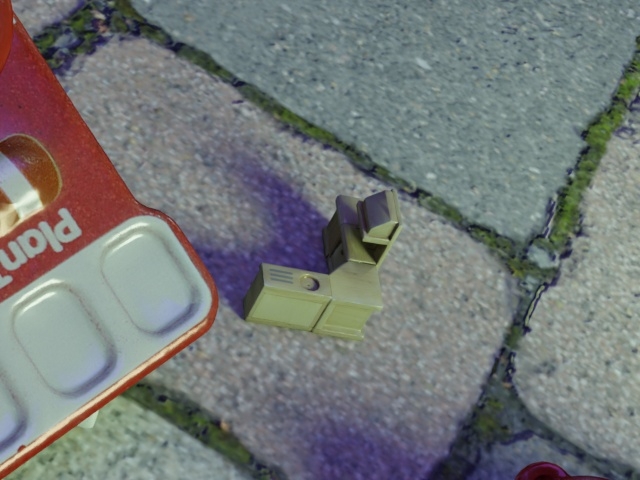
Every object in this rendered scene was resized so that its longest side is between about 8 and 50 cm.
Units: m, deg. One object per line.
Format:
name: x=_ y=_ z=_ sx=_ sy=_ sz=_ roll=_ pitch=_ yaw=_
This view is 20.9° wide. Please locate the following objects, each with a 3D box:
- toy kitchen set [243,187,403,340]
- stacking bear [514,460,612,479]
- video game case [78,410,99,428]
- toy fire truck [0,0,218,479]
toy kitchen set: x=0.000 y=0.000 z=0.997 sx=0.075 sy=0.068 sz=0.083 roll=11 pitch=45 yaw=-20
stacking bear: x=0.218 y=0.208 z=0.857 sx=0.289 sy=0.164 sz=0.175 roll=22 pitch=82 yaw=7
video game case: x=-0.179 y=0.021 z=0.909 sx=0.157 sy=0.019 sz=0.143 roll=16 pitch=44 yaw=-6
toy fire truck: x=-0.218 y=0.015 z=0.788 sx=0.302 sy=0.169 sz=0.254 roll=-37 pitch=95 yaw=-30
